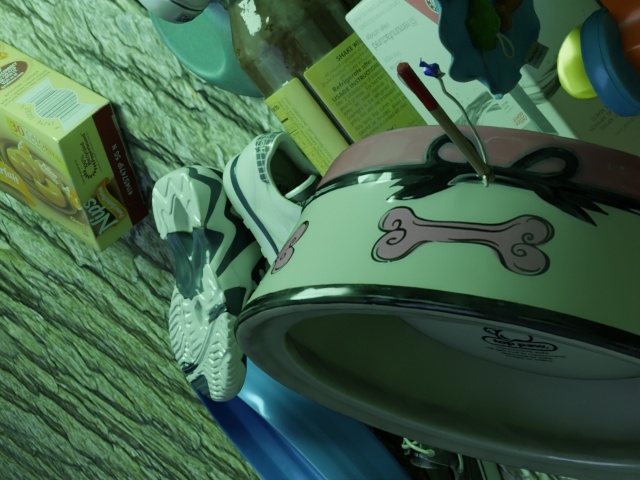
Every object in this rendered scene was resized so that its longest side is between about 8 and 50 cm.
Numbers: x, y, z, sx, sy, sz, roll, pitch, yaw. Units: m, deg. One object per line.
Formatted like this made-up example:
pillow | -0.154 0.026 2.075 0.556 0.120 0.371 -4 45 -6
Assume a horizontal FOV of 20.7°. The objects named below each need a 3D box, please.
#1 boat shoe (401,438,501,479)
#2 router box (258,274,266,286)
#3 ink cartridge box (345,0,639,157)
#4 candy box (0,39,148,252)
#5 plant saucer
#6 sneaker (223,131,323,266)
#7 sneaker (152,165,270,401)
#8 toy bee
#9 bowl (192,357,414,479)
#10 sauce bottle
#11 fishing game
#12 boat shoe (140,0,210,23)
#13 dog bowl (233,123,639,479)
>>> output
boat shoe | 0.123 0.202 1.791 0.077 0.070 0.219 15 138 50
router box | 0.004 0.093 1.860 0.133 0.046 0.179 17 140 49
ink cartridge box | 0.141 -0.126 1.292 0.218 0.092 0.158 50 155 -7
candy box | -0.354 -0.132 2.073 0.316 0.087 0.183 30 149 36
plant saucer | -0.113 -0.206 1.650 0.195 0.037 0.195 37 153 23
sneaker | 0.000 0.000 1.703 0.235 0.090 0.095 51 145 -6
sneaker | -0.079 0.036 1.775 0.094 0.153 0.235 -17 87 45
toy bee | 0.225 -0.164 1.081 0.195 0.162 0.298 -4 143 22
bowl | 0.007 0.259 1.970 0.391 0.077 0.391 44 166 14
sauce bottle | 0.004 -0.140 1.471 0.344 0.111 0.111 54 154 -6
fishing game | 0.109 -0.177 1.091 0.041 0.264 0.189 -2 151 28
boat shoe | -0.177 -0.318 1.544 0.088 0.096 0.267 -40 82 36
dog bowl | 0.152 0.051 1.273 0.407 0.150 0.408 14 162 5
